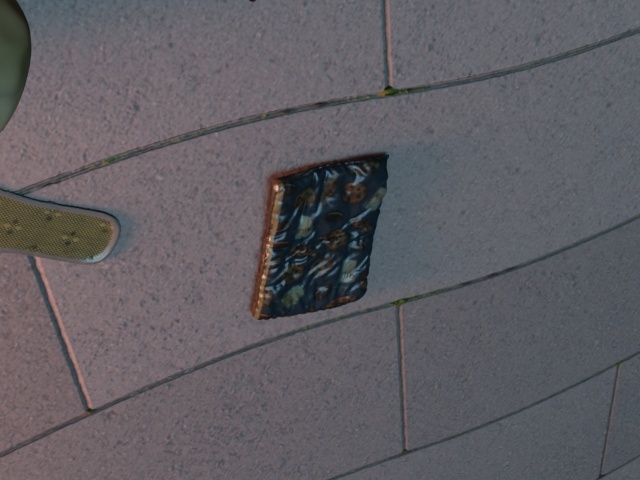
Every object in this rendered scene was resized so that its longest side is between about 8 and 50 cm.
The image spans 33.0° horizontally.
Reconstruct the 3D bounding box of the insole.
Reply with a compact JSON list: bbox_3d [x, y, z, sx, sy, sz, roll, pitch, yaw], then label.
[{"bbox_3d":[-0.375,-0.017,1.241,0.322,0.007,0.109,11,119,-40],"label":"insole"}]

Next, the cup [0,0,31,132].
[{"bbox_3d":[-0.382,-0.215,0.985,0.202,0.255,0.173,16,158,-41],"label":"cup"}]

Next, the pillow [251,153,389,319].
[{"bbox_3d":[0.001,0.001,1.506,0.189,0.034,0.256,-13,130,-29],"label":"pillow"}]
